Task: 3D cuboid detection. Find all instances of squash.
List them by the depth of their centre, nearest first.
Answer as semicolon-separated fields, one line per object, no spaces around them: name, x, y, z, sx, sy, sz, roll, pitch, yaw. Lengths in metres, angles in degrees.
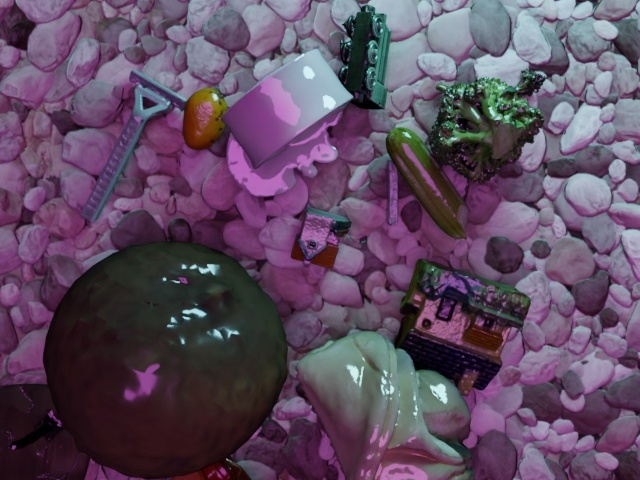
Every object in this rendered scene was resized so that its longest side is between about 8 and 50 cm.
squash;0.196;-0.100;1.334;0.069;0.069;0.239;-35;99;3

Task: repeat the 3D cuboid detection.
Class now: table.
table;-0.594;0.412;1.297;0.317;0.249;0.317;0;95;0

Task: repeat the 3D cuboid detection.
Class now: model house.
model house;0.233;0.157;1.314;0.193;0.170;0.211;19;95;-4
model house;0.000;0.000;1.333;0.087;0.101;0.100;17;96;-3

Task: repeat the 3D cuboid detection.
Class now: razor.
razor;-0.354;-0.158;1.343;0.111;0.056;0.278;30;94;-3

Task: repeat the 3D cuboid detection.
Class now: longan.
longan;-0.253;0.186;1.213;0.391;0.391;0.391;0;95;0

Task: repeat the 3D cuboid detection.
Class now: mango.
mango;-0.209;-0.216;1.338;0.079;0.057;0.114;22;98;-8

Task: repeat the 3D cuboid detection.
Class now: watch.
watch;-0.061;-0.187;1.254;0.244;0.231;0.196;-36;96;0

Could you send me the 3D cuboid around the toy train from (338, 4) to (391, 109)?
toy train;0.081;-0.317;1.307;0.071;0.111;0.171;7;87;27

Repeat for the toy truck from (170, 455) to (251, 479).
toy truck;-0.163;0.529;1.356;0.189;0.239;0.265;-40;53;3

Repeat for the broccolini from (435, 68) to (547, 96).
broccolini;0.305;-0.268;1.341;0.194;0.054;0.052;-8;114;3

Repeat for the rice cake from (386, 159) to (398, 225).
rice cake;0.131;-0.088;1.364;0.021;0.022;0.121;-1;95;-3

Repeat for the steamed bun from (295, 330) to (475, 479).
steamed bun;0.131;0.309;1.254;0.237;0.346;0.394;-26;115;-3

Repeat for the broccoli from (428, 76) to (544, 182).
broccoli;0.284;-0.190;1.294;0.195;0.156;0.195;-11;117;-23
